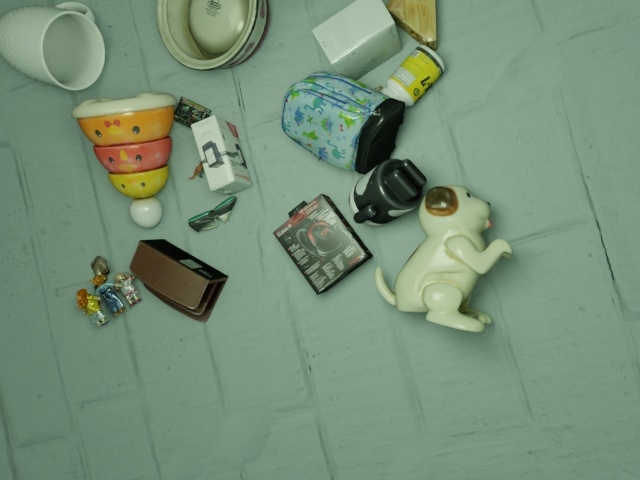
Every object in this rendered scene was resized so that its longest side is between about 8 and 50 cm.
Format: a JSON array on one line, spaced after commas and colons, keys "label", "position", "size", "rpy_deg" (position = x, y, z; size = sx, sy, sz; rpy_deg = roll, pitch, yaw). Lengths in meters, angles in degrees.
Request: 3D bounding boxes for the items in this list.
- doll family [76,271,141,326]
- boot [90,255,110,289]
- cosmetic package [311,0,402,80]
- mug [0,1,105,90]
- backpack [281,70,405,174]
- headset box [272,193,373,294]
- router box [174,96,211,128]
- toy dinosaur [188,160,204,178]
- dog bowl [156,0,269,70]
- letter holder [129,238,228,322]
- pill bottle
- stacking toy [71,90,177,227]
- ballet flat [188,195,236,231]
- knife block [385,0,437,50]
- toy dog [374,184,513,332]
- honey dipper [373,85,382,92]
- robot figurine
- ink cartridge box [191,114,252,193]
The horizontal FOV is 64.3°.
[{"label": "doll family", "position": [-0.815, 0.216, 1.909], "size": [0.263, 0.118, 0.163], "rpy_deg": [-32, 93, 11]}, {"label": "boot", "position": [-0.864, 0.121, 1.979], "size": [0.087, 0.042, 0.118], "rpy_deg": [43, 103, 19]}, {"label": "cosmetic package", "position": [0.124, -0.636, 1.621], "size": [0.225, 0.224, 0.138], "rpy_deg": [-31, 82, 13]}, {"label": "mug", "position": [-1.010, -0.768, 1.921], "size": [0.328, 0.276, 0.374], "rpy_deg": [18, 64, 21]}, {"label": "backpack", "position": [0.049, -0.388, 1.623], "size": [0.273, 0.290, 0.355], "rpy_deg": [-31, 65, -29]}, {"label": "headset box", "position": [0.000, 0.000, 1.711], "size": [0.218, 0.110, 0.293], "rpy_deg": [-39, 81, 11]}, {"label": "router box", "position": [-0.474, -0.462, 1.873], "size": [0.122, 0.038, 0.092], "rpy_deg": [28, 98, 13]}, {"label": "toy dinosaur", "position": [-0.429, -0.263, 1.849], "size": [0.047, 0.090, 0.082], "rpy_deg": [33, 130, -3]}, {"label": "dog bowl", "position": [-0.357, -0.784, 1.755], "size": [0.408, 0.150, 0.407], "rpy_deg": [3, 98, 24]}, {"label": "letter holder", "position": [-0.528, 0.157, 1.831], "size": [0.302, 0.152, 0.214], "rpy_deg": [28, 99, 13]}, {"label": "pill bottle", "position": [0.285, -0.506, 1.626], "size": [0.119, 0.119, 0.208], "rpy_deg": [44, 96, 11]}, {"label": "stacking toy", "position": [-0.647, -0.275, 1.822], "size": [0.351, 0.350, 0.479], "rpy_deg": [-3, 109, 15]}, {"label": "ballet flat", "position": [-0.378, -0.089, 1.839], "size": [0.203, 0.074, 0.074], "rpy_deg": [-27, 83, 7]}, {"label": "knife block", "position": [0.338, -0.788, 1.634], "size": [0.276, 0.088, 0.242], "rpy_deg": [44, 101, 11]}, {"label": "toy dog", "position": [0.388, 0.035, 1.555], "size": [0.396, 0.285, 0.407], "rpy_deg": [11, 92, 32]}, {"label": "honey dipper", "position": [0.219, -0.436, 1.698], "size": [0.031, 0.030, 0.160], "rpy_deg": [-21, 87, 14]}, {"label": "robot figurine", "position": [0.201, -0.150, 1.582], "size": [0.209, 0.278, 0.173], "rpy_deg": [-3, 76, -28]}, {"label": "ink cartridge box", "position": [-0.338, -0.290, 1.768], "size": [0.100, 0.172, 0.237], "rpy_deg": [-18, 85, 14]}]
